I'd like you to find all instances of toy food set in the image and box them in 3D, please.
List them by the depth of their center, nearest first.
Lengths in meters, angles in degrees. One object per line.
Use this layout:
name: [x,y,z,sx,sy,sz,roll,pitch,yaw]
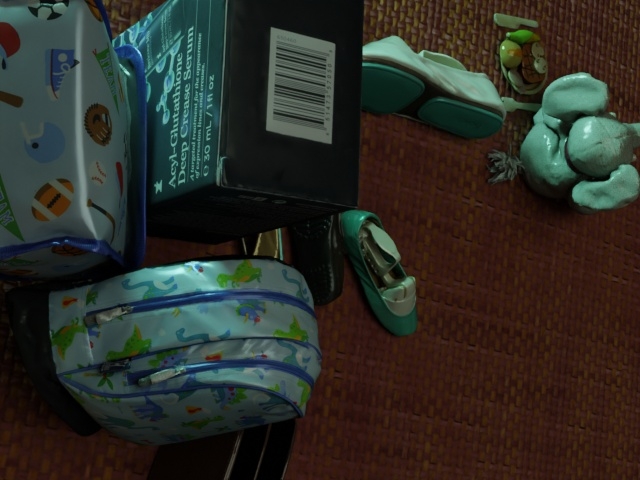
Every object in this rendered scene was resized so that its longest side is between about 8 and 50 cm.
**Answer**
toy food set: [0.396,-0.343,2.109,0.132,0.038,0.192,0,83,-34]

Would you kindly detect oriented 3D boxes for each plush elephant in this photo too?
plush elephant: [0.502,-0.176,2.020,0.330,0.255,0.272,-18,96,-33]

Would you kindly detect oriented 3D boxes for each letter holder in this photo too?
letter holder: [-0.137,0.367,1.544,0.152,0.214,0.302,30,68,-27]

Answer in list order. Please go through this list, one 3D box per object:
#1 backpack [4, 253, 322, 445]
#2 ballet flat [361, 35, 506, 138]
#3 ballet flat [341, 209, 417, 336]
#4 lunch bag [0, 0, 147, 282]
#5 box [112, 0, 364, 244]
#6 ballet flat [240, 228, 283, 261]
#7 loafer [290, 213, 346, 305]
backpack: [-0.175,0.140,1.403,0.355,0.290,0.273,-22,61,-4]
ballet flat: [0.159,-0.281,1.904,0.400,0.139,0.139,13,76,-36]
ballet flat: [0.108,0.057,1.830,0.083,0.087,0.247,-38,105,-32]
lunch bag: [-0.341,-0.114,1.388,0.239,0.385,0.328,-2,83,-5]
box: [-0.136,-0.169,1.512,0.212,0.395,0.293,8,78,-32]
ballet flat: [-0.093,-0.048,1.723,0.073,0.080,0.232,1,79,-4]
loafer: [0.000,0.000,1.784,0.078,0.080,0.220,21,67,-64]
